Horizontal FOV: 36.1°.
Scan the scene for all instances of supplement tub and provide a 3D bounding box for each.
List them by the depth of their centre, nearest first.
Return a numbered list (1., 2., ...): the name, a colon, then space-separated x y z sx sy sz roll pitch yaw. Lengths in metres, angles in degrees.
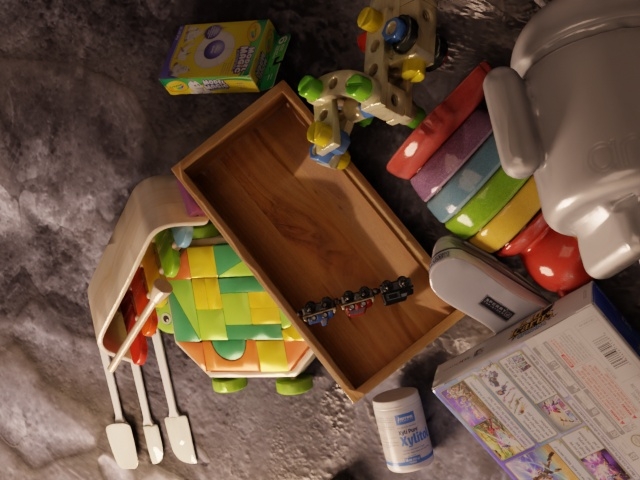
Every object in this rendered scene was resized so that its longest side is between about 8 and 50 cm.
1. supplement tub: 0.119 0.272 1.410 0.071 0.071 0.107 -11 97 29

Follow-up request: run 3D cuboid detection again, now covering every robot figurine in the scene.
1. robot figurine: 0.331 -0.139 1.107 0.200 0.300 0.353 129 134 -63

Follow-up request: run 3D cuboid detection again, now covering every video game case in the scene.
1. video game case: 0.321 0.214 1.249 0.244 0.061 0.269 -35 105 28

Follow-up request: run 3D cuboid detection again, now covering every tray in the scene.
1. tray: 0.000 0.000 1.367 0.203 0.076 0.411 -39 80 0

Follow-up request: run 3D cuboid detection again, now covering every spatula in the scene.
1. spatula: -0.305 0.267 1.659 0.168 0.019 0.242 -10 97 30

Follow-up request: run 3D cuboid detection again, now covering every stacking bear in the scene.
1. stacking bear: 0.239 -0.051 1.233 0.289 0.175 0.164 43 144 2

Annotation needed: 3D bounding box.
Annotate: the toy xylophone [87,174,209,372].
1. toy xylophone: -0.269 0.063 1.482 0.322 0.081 0.236 -53 40 36

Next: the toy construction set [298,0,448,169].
1. toy construction set: 0.058 -0.269 1.278 0.215 0.151 0.327 -16 76 47

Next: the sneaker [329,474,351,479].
1. sneaker: 0.045 0.438 1.502 0.075 0.057 0.161 -34 86 46

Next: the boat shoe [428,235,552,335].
1. boat shoe: 0.250 0.080 1.279 0.258 0.084 0.095 40 118 -16

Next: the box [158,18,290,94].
1. box: -0.136 -0.263 1.411 0.179 0.043 0.105 3 62 25

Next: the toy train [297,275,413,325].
1. toy train: 0.047 0.083 1.303 0.158 0.027 0.036 -15 93 3

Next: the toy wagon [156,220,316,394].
1. toy wagon: -0.145 0.104 1.512 0.344 0.068 0.267 -4 99 28
